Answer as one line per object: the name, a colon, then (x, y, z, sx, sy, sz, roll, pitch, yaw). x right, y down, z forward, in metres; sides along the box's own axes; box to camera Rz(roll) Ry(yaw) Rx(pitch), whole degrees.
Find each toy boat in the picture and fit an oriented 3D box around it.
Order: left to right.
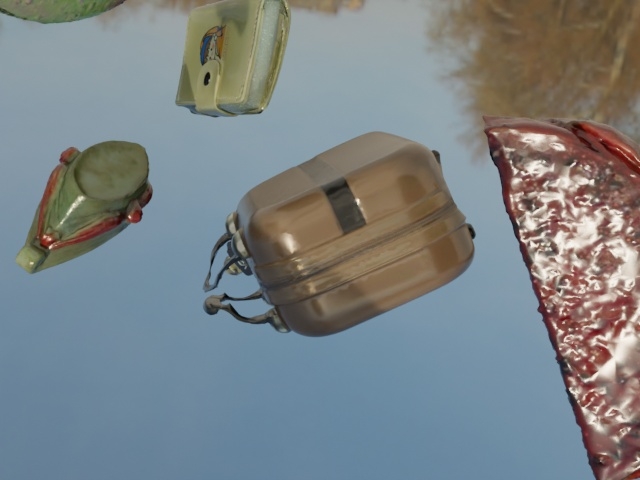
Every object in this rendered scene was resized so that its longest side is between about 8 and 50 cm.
toy boat: (-0.193, -0.038, 1.006, 0.089, 0.071, 0.185, 40, -143, 1)

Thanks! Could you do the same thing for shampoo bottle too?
shampoo bottle: (-0.078, 0.008, 1.568, 0.063, 0.057, 0.207, -31, -179, -29)

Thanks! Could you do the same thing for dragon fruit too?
dragon fruit: (0.258, 0.014, 0.959, 0.152, 0.317, 0.205, -17, -169, 18)

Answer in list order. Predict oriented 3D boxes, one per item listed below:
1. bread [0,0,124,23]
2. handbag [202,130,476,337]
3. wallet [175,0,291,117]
bread: (-0.165, -0.274, 0.676, 0.045, 0.301, 0.301, -2, -171, 29)
handbag: (0.000, 0.000, 1.227, 0.283, 0.149, 0.302, -28, -168, -1)
wallet: (-0.082, -0.168, 1.084, 0.039, 0.110, 0.155, 12, 179, -30)
